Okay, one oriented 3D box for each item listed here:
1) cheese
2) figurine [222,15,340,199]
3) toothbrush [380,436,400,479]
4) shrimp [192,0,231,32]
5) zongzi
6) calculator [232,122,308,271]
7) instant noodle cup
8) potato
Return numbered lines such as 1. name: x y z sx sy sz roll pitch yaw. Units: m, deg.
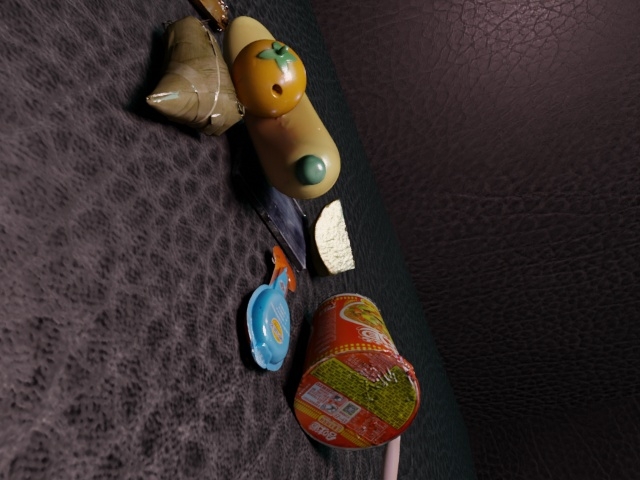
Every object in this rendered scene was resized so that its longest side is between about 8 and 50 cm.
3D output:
1. cheese: -0.069 0.095 0.727 0.256 0.037 0.106 -81 151 -62
2. figurine: -0.071 -0.211 0.756 0.222 0.124 0.325 74 -8 -80
3. toothbrush: 0.091 0.432 0.733 0.029 0.025 0.307 28 68 -58
4. shrimp: -0.200 -0.426 0.839 0.184 0.043 0.092 51 22 -51
5. zongzi: -0.186 -0.233 0.615 0.189 0.081 0.178 69 20 5
6. calculator: -0.084 -0.076 0.894 0.161 0.021 0.262 -90 157 -47
7. instant noodle cup: 0.051 0.190 0.802 0.212 0.193 0.193 -93 160 -65
8. potato: 0.000 0.000 1.020 0.120 0.081 0.149 -14 -92 65
